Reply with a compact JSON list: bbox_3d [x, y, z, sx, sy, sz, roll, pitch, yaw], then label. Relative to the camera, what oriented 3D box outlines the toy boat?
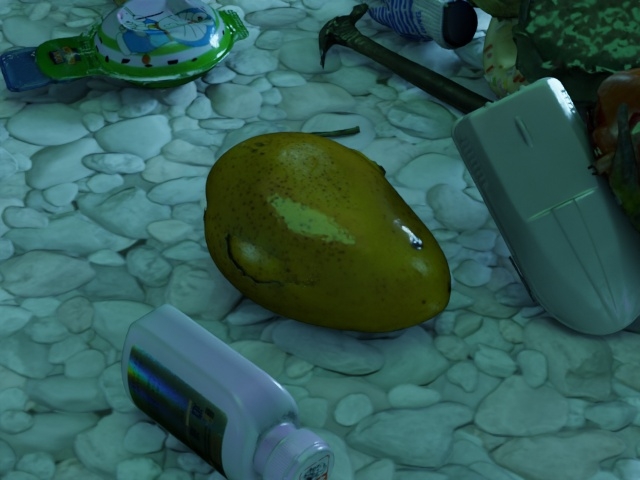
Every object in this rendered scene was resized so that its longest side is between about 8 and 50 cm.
[{"bbox_3d":[0.246,-0.031,1.420,0.141,0.269,0.141,-26,4,2],"label":"toy boat"}]

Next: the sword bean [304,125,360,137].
[{"bbox_3d":[0.009,-0.132,1.663,0.083,0.012,0.012,-7,39,-12],"label":"sword bean"}]

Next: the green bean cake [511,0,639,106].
[{"bbox_3d":[0.331,-0.274,1.566,0.223,0.125,0.227,2,74,3],"label":"green bean cake"}]

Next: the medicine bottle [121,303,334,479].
[{"bbox_3d":[-0.085,0.154,1.211,0.219,0.115,0.078,32,46,32],"label":"medicine bottle"}]

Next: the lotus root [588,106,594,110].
[{"bbox_3d":[0.398,-0.248,1.738,0.210,0.142,0.314,-37,44,13],"label":"lotus root"}]

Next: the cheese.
[{"bbox_3d":[-0.253,-0.251,1.745,0.320,0.083,0.204,-13,42,-15],"label":"cheese"}]

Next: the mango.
[{"bbox_3d":[0.000,0.000,1.389,0.290,0.160,0.191,30,39,18],"label":"mango"}]

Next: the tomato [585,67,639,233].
[{"bbox_3d":[0.428,-0.077,1.390,0.309,0.170,0.309,25,50,-34],"label":"tomato"}]

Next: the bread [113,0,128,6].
[{"bbox_3d":[-0.246,-0.369,1.901,0.119,0.084,0.177,-19,38,-25],"label":"bread"}]

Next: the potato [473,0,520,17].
[{"bbox_3d":[0.289,-0.353,1.703,0.225,0.090,0.117,-26,51,-9],"label":"potato"}]

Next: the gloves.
[{"bbox_3d":[0.121,-0.326,1.838,0.119,0.097,0.229,24,17,-44],"label":"gloves"}]

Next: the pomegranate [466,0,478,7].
[{"bbox_3d":[0.234,-0.392,1.871,0.159,0.159,0.205,4,-5,4],"label":"pomegranate"}]

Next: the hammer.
[{"bbox_3d":[0.120,-0.221,1.753,0.297,0.027,0.125,32,63,28],"label":"hammer"}]

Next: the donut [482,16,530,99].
[{"bbox_3d":[0.250,-0.224,1.706,0.065,0.108,0.166,10,35,-24],"label":"donut"}]
